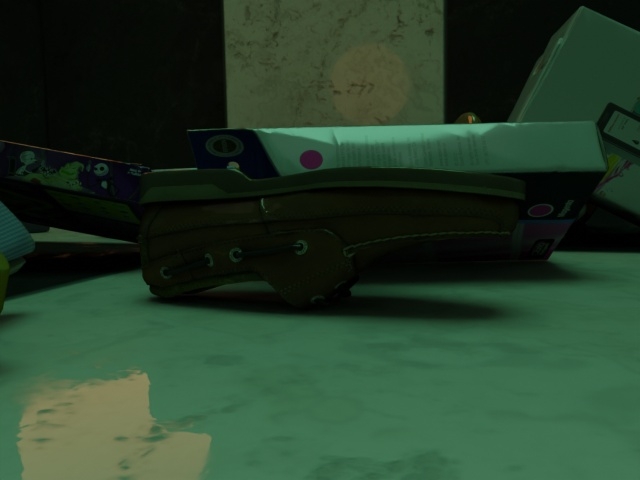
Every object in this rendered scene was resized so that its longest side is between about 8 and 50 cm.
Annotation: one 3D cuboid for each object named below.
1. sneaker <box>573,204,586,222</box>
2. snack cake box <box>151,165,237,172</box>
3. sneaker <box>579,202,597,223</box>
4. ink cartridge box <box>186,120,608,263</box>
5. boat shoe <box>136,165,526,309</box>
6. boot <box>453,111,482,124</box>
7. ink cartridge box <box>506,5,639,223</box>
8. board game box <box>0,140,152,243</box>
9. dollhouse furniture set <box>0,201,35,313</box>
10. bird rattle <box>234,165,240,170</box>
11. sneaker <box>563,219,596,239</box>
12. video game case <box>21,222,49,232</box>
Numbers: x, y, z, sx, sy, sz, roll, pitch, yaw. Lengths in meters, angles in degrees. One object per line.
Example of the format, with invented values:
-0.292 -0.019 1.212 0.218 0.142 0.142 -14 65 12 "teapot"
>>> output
0.271 -0.041 0.931 0.084 0.058 0.152 -31 30 -25 "sneaker"
-0.199 -0.078 1.257 0.152 0.089 0.264 -3 0 5 "snack cake box"
0.328 -0.073 1.110 0.321 0.180 0.124 -34 10 25 "sneaker"
0.065 -0.041 0.676 0.370 0.069 0.176 0 -28 0 "ink cartridge box"
0.000 0.000 0.530 0.307 0.105 0.110 0 -3 24 "boat shoe"
0.338 -0.134 1.275 0.211 0.104 0.295 2 -26 -1 "boot"
0.399 -0.147 0.916 0.270 0.197 0.198 27 9 5 "ink cartridge box"
-0.350 -0.062 0.806 0.346 0.056 0.208 10 -19 1 "board game box"
-0.252 -0.104 0.449 0.198 0.303 0.286 -43 6 8 "dollhouse furniture set"
0.012 -0.046 0.884 0.253 0.143 0.207 1 -11 -13 "bird rattle"
0.352 -0.019 0.955 0.098 0.038 0.069 -18 17 -39 "sneaker"
-0.649 -0.029 1.293 0.196 0.026 0.274 -6 7 -37 "video game case"
